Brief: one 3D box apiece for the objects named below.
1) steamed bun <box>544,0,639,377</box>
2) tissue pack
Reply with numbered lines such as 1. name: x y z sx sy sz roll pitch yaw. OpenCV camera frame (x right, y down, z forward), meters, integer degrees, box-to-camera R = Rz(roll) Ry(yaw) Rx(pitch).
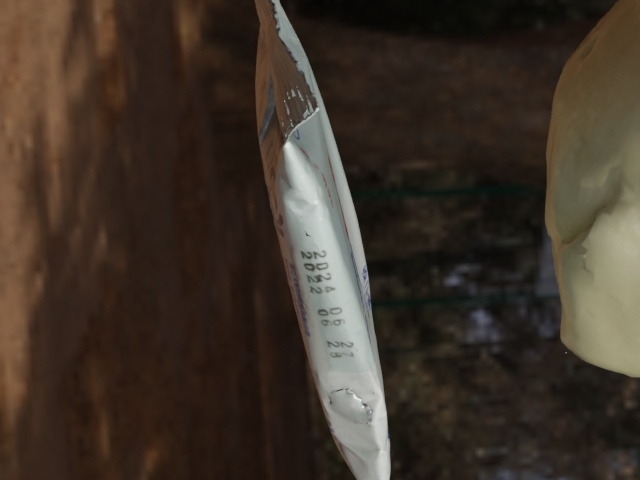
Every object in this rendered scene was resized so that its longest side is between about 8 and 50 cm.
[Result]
1. steamed bun: 0.230 -0.062 0.730 0.276 0.289 0.203 -79 173 -69
2. tissue pack: 0.000 0.000 0.686 0.122 0.026 0.193 -98 176 -54
